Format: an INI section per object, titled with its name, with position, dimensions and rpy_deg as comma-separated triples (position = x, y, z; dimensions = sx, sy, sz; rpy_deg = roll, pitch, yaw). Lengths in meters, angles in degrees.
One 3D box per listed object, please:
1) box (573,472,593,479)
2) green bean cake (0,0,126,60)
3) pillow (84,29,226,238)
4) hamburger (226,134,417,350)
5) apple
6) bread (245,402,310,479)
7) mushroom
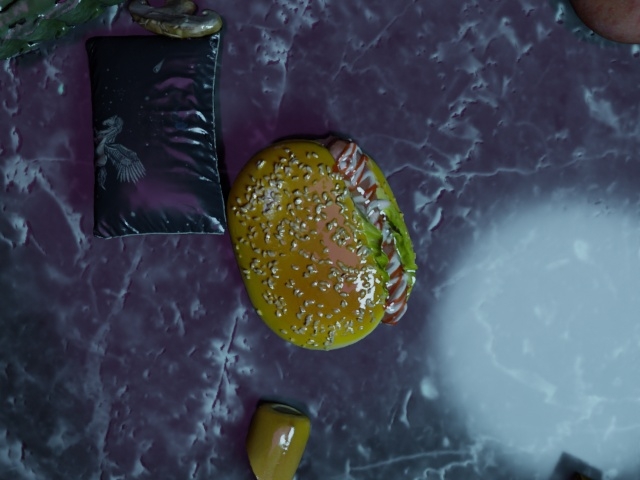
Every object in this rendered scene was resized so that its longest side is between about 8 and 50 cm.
[box]
position = 0.353, 0.383, 1.275
dimensions = 0.274, 0.076, 0.174
rpy_deg = 27, 98, -3
[green bean cake]
position = -0.287, -0.323, 1.164
dimensions = 0.241, 0.132, 0.255
rpy_deg = -23, 97, 7
[pillow]
position = -0.166, -0.106, 1.214
dimensions = 0.141, 0.055, 0.208
rpy_deg = -3, 83, 6
[hamburger]
position = 0.000, 0.000, 1.207
dimensions = 0.172, 0.116, 0.210
rpy_deg = -18, 97, 5
[apple]
position = 0.310, -0.266, 1.169
dimensions = 0.153, 0.120, 0.154
rpy_deg = 0, 96, 0
[bread]
position = -0.051, 0.223, 1.269
dimensions = 0.062, 0.049, 0.103
rpy_deg = 20, 95, -2
[mushroom]
position = -0.146, -0.222, 1.212
dimensions = 0.101, 0.019, 0.049
rpy_deg = 12, 54, 15
